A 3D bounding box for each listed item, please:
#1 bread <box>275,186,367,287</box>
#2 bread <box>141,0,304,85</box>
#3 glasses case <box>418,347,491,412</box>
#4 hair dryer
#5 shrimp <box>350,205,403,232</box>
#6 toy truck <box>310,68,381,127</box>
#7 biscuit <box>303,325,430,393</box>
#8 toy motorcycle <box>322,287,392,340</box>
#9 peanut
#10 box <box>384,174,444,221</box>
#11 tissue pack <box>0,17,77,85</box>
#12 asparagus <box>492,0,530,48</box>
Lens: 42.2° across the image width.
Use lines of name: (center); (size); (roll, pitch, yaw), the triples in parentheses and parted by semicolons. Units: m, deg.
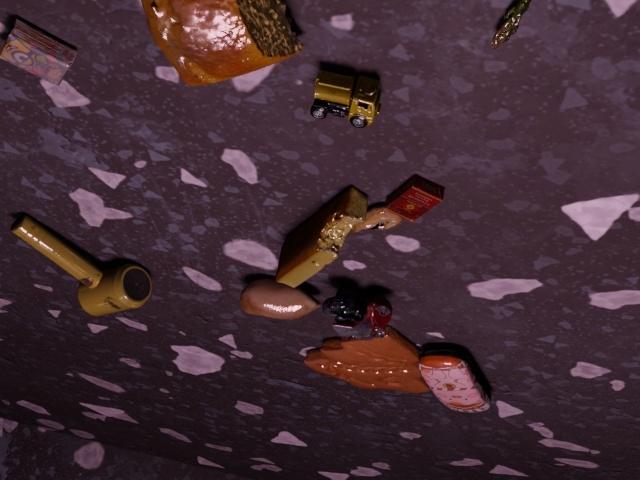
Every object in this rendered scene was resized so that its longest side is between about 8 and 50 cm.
bread: (0.000, 0.000, 1.293); (0.049, 0.088, 0.226); (25, 150, -18)
bread: (-0.114, -0.241, 0.863); (0.129, 0.134, 0.260); (0, 149, 20)
glasses case: (0.280, 0.293, 1.714); (0.103, 0.067, 0.266); (-2, 147, 27)
hair dryer: (-0.458, 0.043, 1.575); (0.135, 0.090, 0.279); (-14, 136, 40)
shrimp: (0.085, -0.028, 1.277); (0.059, 0.023, 0.108); (20, 152, -30)
toy truck: (0.033, -0.175, 1.008); (0.083, 0.049, 0.054); (13, 150, 3)
biscuit: (0.110, 0.254, 1.741); (0.284, 0.043, 0.306); (13, 151, 1)
toy motorcycle: (0.080, 0.140, 1.524); (0.123, 0.082, 0.213); (4, 161, 15)
peanut: (-0.074, 0.111, 1.535); (0.152, 0.076, 0.076); (4, 150, 6)
box: (0.135, -0.060, 1.195); (0.052, 0.023, 0.082); (24, 149, -17)
tissue pack: (-0.364, -0.240, 1.069); (0.083, 0.035, 0.063); (27, 149, -22)
asparagus: (0.217, -0.265, 0.799); (0.023, 0.022, 0.233); (-25, 161, -25)
